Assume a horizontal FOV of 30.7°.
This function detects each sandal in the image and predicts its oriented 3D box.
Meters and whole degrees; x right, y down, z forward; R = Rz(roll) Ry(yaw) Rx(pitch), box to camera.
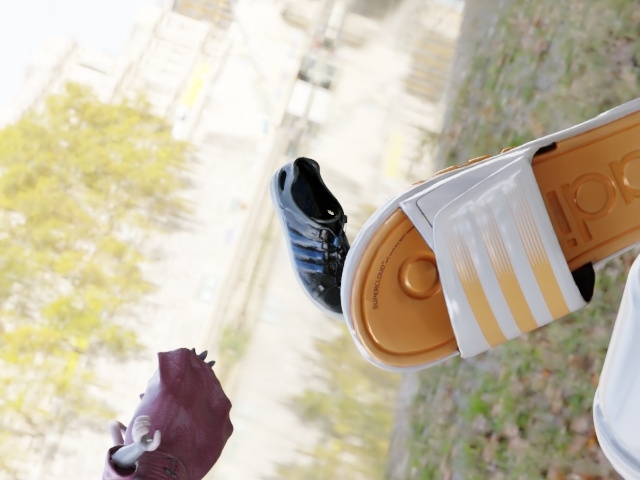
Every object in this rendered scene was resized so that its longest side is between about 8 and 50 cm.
[{"bbox_3d":[0.132,-0.012,0.648,0.265,0.102,0.076,-29,10,0],"label":"sandal"}]

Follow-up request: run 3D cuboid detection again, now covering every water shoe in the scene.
[{"bbox_3d":[0.000,0.000,1.374,0.073,0.203,0.080,-26,-2,-26],"label":"water shoe"}]

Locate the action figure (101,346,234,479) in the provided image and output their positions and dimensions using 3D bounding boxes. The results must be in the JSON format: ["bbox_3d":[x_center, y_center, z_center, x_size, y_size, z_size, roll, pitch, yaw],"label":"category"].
[{"bbox_3d":[-0.236,0.314,1.562,0.276,0.248,0.370,-24,25,26],"label":"action figure"}]

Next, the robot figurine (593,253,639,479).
[{"bbox_3d":[0.388,0.130,1.165,0.300,0.200,0.353,-68,-15,-48],"label":"robot figurine"}]
